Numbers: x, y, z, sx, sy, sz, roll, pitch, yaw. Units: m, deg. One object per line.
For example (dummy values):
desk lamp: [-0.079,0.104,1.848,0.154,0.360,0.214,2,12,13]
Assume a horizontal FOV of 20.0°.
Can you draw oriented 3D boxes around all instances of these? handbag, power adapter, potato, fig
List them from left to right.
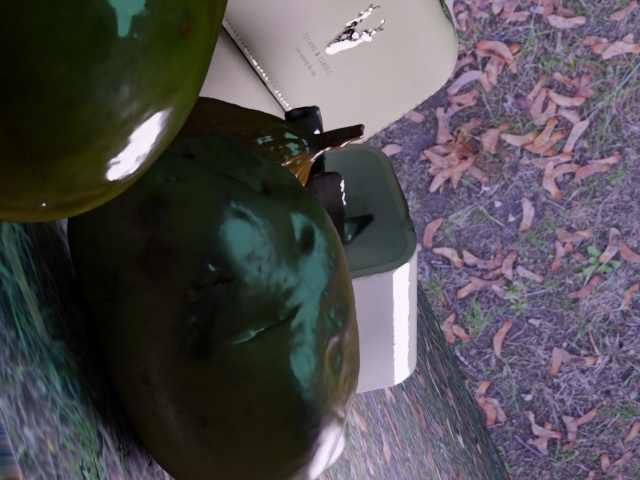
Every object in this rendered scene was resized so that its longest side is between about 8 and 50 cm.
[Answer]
fig: [-0.119,-0.110,0.776,0.181,0.191,0.181,38,-22,18]
potato: [-0.054,0.040,0.958,0.154,0.137,0.200,-32,101,-52]
fig: [-0.058,-0.035,1.162,0.119,0.153,0.119,0,89,-62]
handbag: [-0.040,-0.191,1.342,0.358,0.236,0.160,51,16,-67]
power adapter: [0.000,0.000,1.285,0.205,0.125,0.130,86,-9,-47]

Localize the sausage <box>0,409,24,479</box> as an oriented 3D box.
sausage: [-0.107,0.126,0.585,0.053,0.053,0.348,37,32,-77]
